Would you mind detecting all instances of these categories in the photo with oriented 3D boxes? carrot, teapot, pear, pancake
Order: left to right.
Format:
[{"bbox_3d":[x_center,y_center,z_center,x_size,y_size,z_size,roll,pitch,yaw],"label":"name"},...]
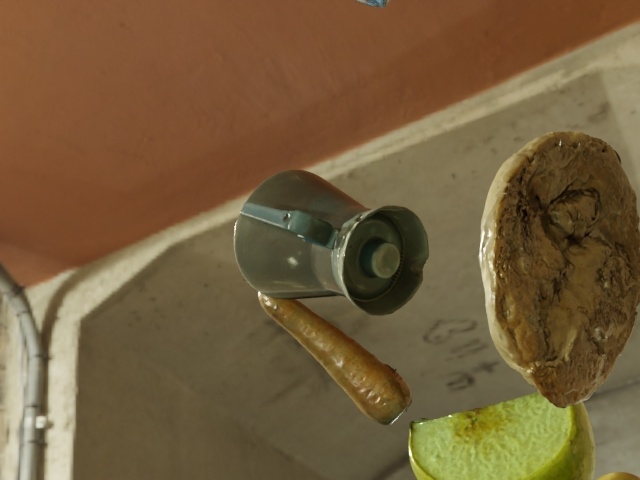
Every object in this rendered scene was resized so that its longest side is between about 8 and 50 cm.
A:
[{"bbox_3d":[0.000,0.000,1.182,0.203,0.171,0.225,25,-6,-38],"label":"teapot"},{"bbox_3d":[0.007,0.147,1.379,0.298,0.078,0.078,41,-44,4],"label":"carrot"},{"bbox_3d":[0.373,0.461,1.843,0.342,0.238,0.318,-18,-47,18],"label":"pear"},{"bbox_3d":[0.334,0.037,1.320,0.387,0.387,0.082,24,-21,-40],"label":"pancake"}]

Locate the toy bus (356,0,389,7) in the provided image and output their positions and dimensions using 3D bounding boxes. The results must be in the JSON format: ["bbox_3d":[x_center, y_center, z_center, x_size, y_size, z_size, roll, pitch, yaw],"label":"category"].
[{"bbox_3d":[-0.049,-0.318,0.805,0.297,0.106,0.131,31,-3,1],"label":"toy bus"}]

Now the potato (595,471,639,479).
[{"bbox_3d":[0.541,0.522,1.591,0.173,0.300,0.140,-34,-7,-24],"label":"potato"}]
